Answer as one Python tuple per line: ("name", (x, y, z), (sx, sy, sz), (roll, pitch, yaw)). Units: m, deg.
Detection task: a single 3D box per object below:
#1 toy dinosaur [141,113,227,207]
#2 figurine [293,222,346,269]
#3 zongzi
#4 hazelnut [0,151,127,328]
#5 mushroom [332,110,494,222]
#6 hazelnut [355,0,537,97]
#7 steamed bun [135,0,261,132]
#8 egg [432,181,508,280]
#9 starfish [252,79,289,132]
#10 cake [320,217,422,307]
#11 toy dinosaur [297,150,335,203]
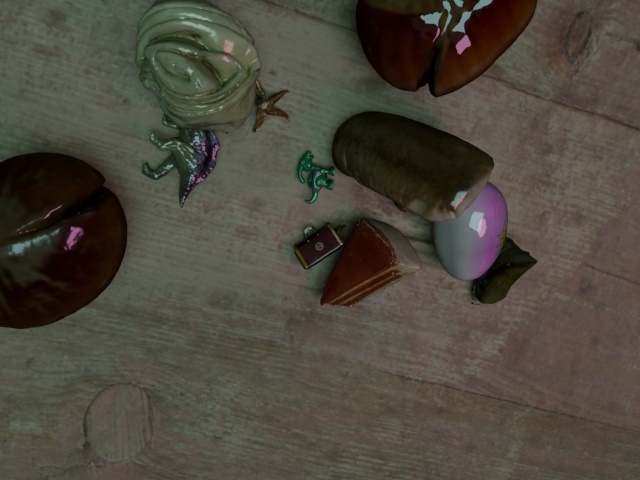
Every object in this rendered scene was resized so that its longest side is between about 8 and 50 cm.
("toy dinosaur", (-0.321, -0.236, 1.503), (0.162, 0.077, 0.294), (23, 100, -7))
("figurine", (0.001, -0.001, 1.630), (0.154, 0.082, 0.098), (-35, 84, 2))
("zongzi", (0.495, 0.109, 1.660), (0.094, 0.204, 0.205), (10, 105, -19))
("hazelnut", (-0.645, 0.015, 1.391), (0.428, 0.402, 0.403), (-20, 108, -8))
("mushroom", (0.211, -0.188, 1.431), (0.313, 0.397, 0.224), (32, 94, -13))
("hazelnut", (0.284, -0.511, 1.382), (0.359, 0.359, 0.409), (39, 105, -17))
("steamed bun", (-0.265, -0.400, 1.376), (0.275, 0.203, 0.290), (2, 91, -18))
("egg", (0.382, -0.029, 1.614), (0.196, 0.196, 0.272), (3, 123, -10))
("starfish", (-0.135, -0.320, 1.525), (0.132, 0.041, 0.131), (23, 103, -14))
("cake", (0.140, 0.096, 1.611), (0.158, 0.159, 0.262), (11, 110, -46))
("toy dinosaur", (-0.014, -0.158, 1.588), (0.096, 0.059, 0.133), (10, 96, -3))
